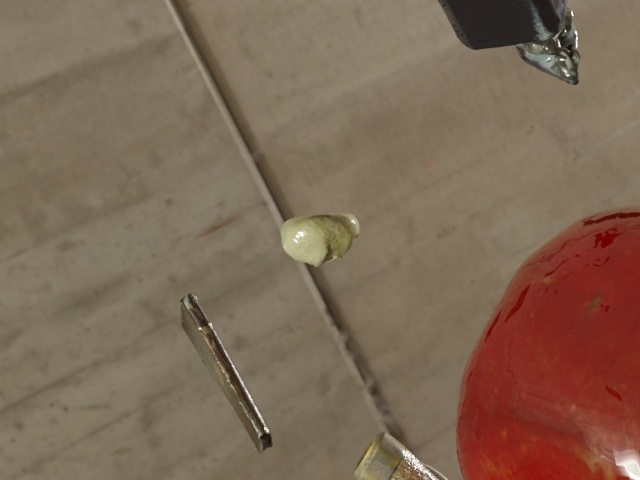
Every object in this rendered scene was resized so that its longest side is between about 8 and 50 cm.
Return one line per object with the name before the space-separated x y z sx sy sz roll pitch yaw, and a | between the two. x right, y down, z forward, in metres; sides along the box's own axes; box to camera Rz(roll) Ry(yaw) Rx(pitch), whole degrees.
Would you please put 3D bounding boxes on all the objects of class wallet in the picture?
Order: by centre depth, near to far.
wallet | -0.131 0.185 1.497 0.031 0.232 0.122 -29 -18 -14

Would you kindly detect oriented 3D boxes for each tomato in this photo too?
tomato | 0.270 0.134 0.813 0.325 0.290 0.293 17 68 51

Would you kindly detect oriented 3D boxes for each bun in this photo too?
bun | 0.000 0.000 1.118 0.086 0.054 0.086 -6 0 0

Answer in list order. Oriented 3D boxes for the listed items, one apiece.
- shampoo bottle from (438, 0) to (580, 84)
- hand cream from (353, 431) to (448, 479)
shampoo bottle | 0.073 -0.172 0.504 0.071 0.098 0.309 -3 -22 23
hand cream | 0.148 0.357 1.524 0.084 0.203 0.084 -58 -4 -7
